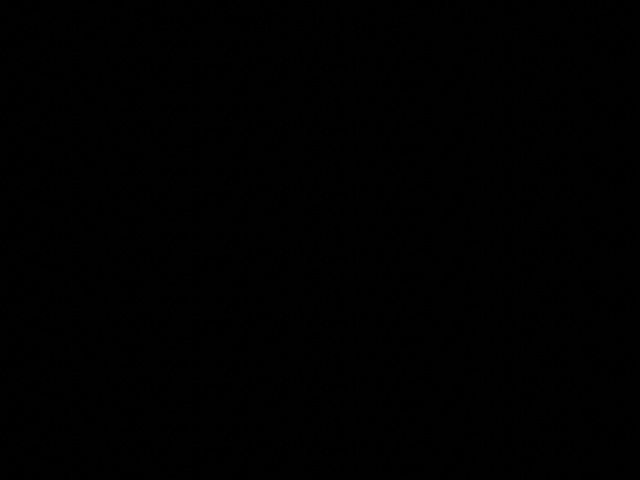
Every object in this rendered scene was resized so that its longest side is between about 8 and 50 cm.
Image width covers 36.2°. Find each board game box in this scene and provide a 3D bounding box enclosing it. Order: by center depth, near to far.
[{"bbox_3d":[0.055,0.054,0.149,0.356,0.356,0.356,14,76,-17],"label":"board game box"}]
